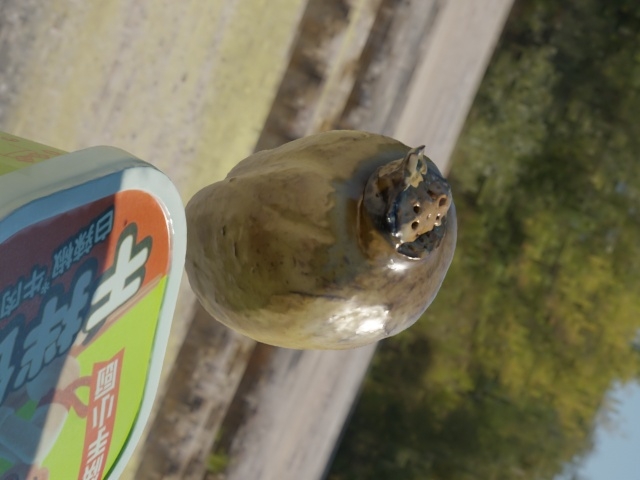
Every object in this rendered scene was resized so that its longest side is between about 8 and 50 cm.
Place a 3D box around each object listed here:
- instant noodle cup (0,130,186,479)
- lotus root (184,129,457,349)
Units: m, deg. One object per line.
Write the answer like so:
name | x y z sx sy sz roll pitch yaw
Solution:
instant noodle cup | -0.283 0.031 0.937 0.294 0.308 0.294 -49 152 -37
lotus root | 0.000 0.000 1.043 0.154 0.140 0.257 -28 -165 -32
